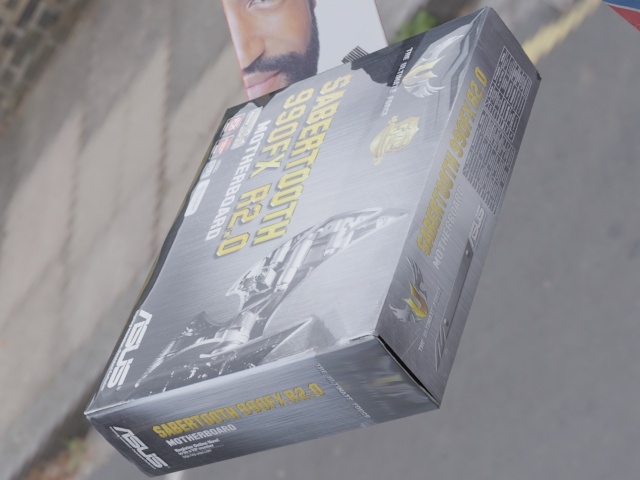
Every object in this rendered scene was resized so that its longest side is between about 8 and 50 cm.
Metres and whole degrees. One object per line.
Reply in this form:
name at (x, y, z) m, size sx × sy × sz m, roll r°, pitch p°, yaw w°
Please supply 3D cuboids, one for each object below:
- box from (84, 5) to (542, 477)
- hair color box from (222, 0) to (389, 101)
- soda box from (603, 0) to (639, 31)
box at (0.000, 0.000, 0.946) m, size 0.183 × 0.056 × 0.231 m, roll -18°, pitch 36°, yaw 37°
hair color box at (0.002, -0.090, 1.159) m, size 0.053 × 0.093 × 0.167 m, roll 70°, pitch -177°, yaw -74°
soda box at (0.138, -0.106, 0.641) m, size 0.071 × 0.210 × 0.067 m, roll -3°, pitch 76°, yaw 30°
